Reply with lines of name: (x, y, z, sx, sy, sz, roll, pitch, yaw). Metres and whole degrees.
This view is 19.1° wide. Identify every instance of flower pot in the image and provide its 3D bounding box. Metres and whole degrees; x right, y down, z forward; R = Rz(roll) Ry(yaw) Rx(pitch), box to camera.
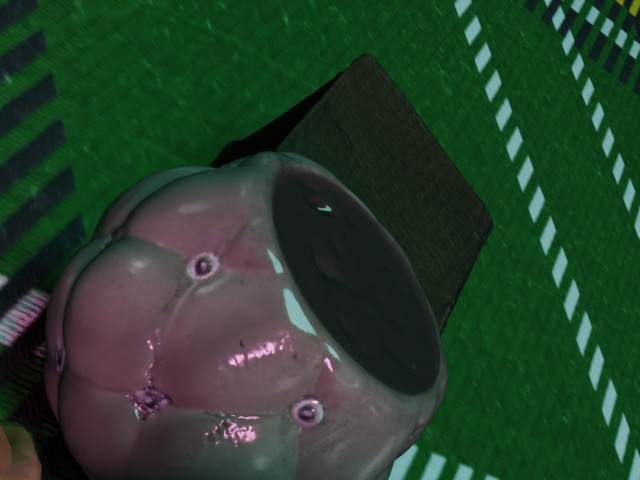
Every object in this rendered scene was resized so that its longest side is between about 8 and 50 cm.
flower pot: (-0.050, 0.070, 1.168, 0.246, 0.195, 0.246, 41, 30, -30)

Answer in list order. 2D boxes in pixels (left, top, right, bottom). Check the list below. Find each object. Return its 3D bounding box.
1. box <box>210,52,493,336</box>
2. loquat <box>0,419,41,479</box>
box: (0.002, -0.001, 1.413, 0.184, 0.143, 0.273, 53, 25, -10)
loquat: (-0.243, 0.076, 0.626, 0.328, 0.359, 0.328, 17, 70, -59)
